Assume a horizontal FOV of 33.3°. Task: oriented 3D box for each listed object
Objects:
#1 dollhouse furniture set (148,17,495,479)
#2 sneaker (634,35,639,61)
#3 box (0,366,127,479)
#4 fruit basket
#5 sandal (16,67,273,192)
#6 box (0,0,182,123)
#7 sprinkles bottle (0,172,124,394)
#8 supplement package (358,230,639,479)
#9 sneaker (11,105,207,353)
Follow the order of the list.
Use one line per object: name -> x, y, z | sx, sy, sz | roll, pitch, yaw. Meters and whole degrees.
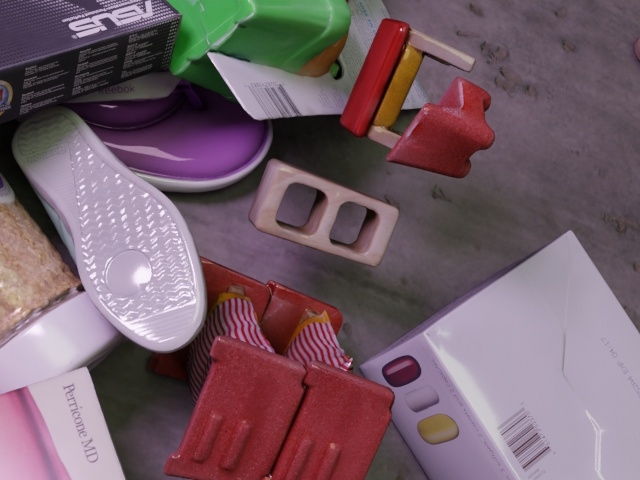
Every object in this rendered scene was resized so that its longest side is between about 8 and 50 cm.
dollhouse furniture set -> 0.000, 0.000, 0.866 | 0.152, 0.201, 0.374 | 19, 100, -18
sneaker -> 0.474, -0.245, 1.302 | 0.188, 0.071, 0.066 | -14, 78, -25
box -> -0.257, 0.213, 0.787 | 0.232, 0.127, 0.148 | -18, 63, -17
fruit basket -> -0.047, -0.259, 1.044 | 0.353, 0.165, 0.327 | -14, 76, -63
sandal -> -0.229, -0.176, 0.978 | 0.416, 0.102, 0.169 | 28, 65, -12
box -> -0.281, -0.187, 0.846 | 0.270, 0.060, 0.216 | -27, 62, -38
sprinkles bottle -> -0.313, -0.024, 0.883 | 0.121, 0.121, 0.355 | -37, 88, -28
supplement package -> 0.205, 0.165, 1.013 | 0.204, 0.145, 0.262 | -30, 85, -28
sneaker -> -0.152, 0.009, 0.894 | 0.094, 0.151, 0.256 | -36, 60, -5
